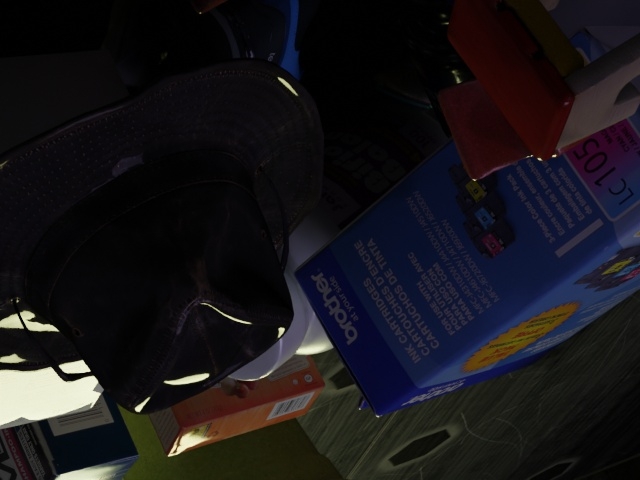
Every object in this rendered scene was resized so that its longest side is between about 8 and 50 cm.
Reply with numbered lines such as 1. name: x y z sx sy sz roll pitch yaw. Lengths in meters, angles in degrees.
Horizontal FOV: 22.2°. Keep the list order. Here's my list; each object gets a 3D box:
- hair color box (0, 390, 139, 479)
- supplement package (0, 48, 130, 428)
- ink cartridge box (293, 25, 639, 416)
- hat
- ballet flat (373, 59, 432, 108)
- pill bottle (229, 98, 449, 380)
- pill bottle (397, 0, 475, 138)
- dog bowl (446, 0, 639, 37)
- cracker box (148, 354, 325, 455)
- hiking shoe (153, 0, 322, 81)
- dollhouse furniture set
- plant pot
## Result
1. hair color box: -0.336 0.251 1.786 0.105 0.174 0.347 -9 151 -37
2. supplement package: -0.261 0.010 1.303 0.199 0.198 0.263 -10 152 -36
3. ink cartridge box: 0.168 -0.002 1.333 0.395 0.151 0.270 -39 163 33
4. hat: -0.106 0.035 1.114 0.331 0.134 0.331 -24 153 -13
5. ballet flat: 0.104 -0.154 1.577 0.168 0.057 0.052 9 109 -61
6. pill bottle: 0.000 0.000 1.498 0.301 0.169 0.169 -39 172 -45
7. pill bottle: 0.137 -0.176 1.428 0.122 0.123 0.219 -29 145 3
8. dog bowl: 0.204 -0.264 1.234 0.265 0.104 0.265 -27 138 -27
9. cracker box: -0.117 0.074 1.566 0.155 0.232 0.067 -15 154 -29
10. hiking shoe: -0.069 -0.116 1.366 0.132 0.113 0.304 -31 168 -22
11. dollhouse furniture set: 0.025 -0.171 1.004 0.152 0.374 0.201 -26 157 -16
12. plant pot: -0.129 0.241 1.896 0.276 0.254 0.276 -23 158 -10
